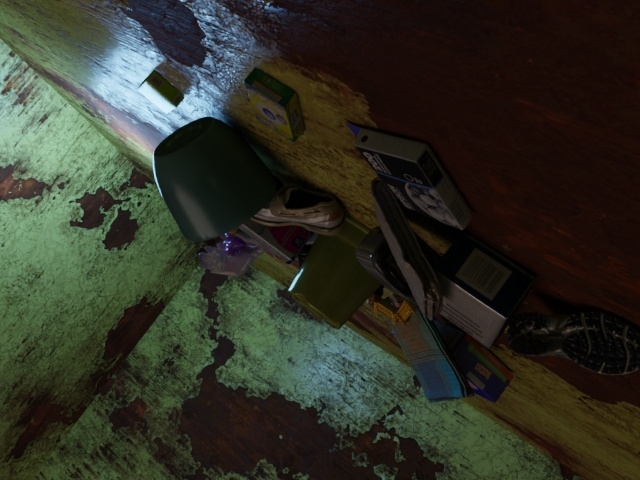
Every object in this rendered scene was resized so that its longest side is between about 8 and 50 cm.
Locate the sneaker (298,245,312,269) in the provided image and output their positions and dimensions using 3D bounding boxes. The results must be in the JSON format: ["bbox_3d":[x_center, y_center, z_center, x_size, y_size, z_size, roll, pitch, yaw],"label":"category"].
[{"bbox_3d":[-0.003,0.050,2.292,0.105,0.146,0.296,0,-165,15],"label":"sneaker"}]

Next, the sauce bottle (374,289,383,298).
[{"bbox_3d":[0.089,0.124,2.205,0.111,0.111,0.344,27,-179,41],"label":"sauce bottle"}]

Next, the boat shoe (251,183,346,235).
[{"bbox_3d":[-0.077,-0.099,1.821,0.302,0.113,0.103,9,138,22],"label":"boat shoe"}]

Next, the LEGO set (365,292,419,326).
[{"bbox_3d":[0.240,0.170,1.982,0.132,0.107,0.287,63,153,0],"label":"LEGO set"}]

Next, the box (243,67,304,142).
[{"bbox_3d":[-0.089,-0.264,1.377,0.105,0.043,0.179,34,171,14],"label":"box"}]

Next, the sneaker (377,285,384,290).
[{"bbox_3d":[0.125,0.083,2.087,0.188,0.078,0.067,38,170,6],"label":"sneaker"}]

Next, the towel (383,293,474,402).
[{"bbox_3d":[0.313,0.329,2.124,0.370,0.040,0.271,62,158,6],"label":"towel"}]

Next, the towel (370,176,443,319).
[{"bbox_3d":[0.175,0.022,1.419,0.187,0.049,0.282,68,178,-68],"label":"towel"}]

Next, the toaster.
[{"bbox_3d":[0.180,0.049,1.635,0.227,0.129,0.146,40,171,-18],"label":"toaster"}]

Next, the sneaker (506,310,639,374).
[{"bbox_3d":[0.508,0.185,1.320,0.122,0.110,0.283,7,180,-38],"label":"sneaker"}]

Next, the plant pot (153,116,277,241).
[{"bbox_3d":[-0.299,-0.179,1.801,0.293,0.293,0.235,21,147,56],"label":"plant pot"}]

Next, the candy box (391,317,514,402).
[{"bbox_3d":[0.429,0.373,2.258,0.268,0.122,0.317,44,168,-27],"label":"candy box"}]

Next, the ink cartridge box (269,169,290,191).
[{"bbox_3d":[-0.183,-0.162,2.064,0.165,0.065,0.333,43,168,-36],"label":"ink cartridge box"}]

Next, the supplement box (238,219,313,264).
[{"bbox_3d":[-0.143,-0.041,1.990,0.220,0.111,0.114,36,169,-4],"label":"supplement box"}]

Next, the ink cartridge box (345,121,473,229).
[{"bbox_3d":[0.150,-0.117,1.240,0.208,0.045,0.206,27,166,47],"label":"ink cartridge box"}]

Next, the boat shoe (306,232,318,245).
[{"bbox_3d":[0.000,0.000,2.145,0.065,0.075,0.206,44,163,-22],"label":"boat shoe"}]

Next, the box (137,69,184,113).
[{"bbox_3d":[-0.442,-0.405,1.890,0.109,0.042,0.178,41,168,-19],"label":"box"}]

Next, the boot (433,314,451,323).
[{"bbox_3d":[0.324,0.139,1.782,0.106,0.082,0.219,-4,139,41],"label":"boot"}]

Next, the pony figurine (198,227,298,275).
[{"bbox_3d":[-0.223,-0.013,2.324,0.351,0.302,0.363,18,167,5],"label":"pony figurine"}]

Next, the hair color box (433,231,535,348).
[{"bbox_3d":[0.337,0.117,1.477,0.174,0.105,0.347,36,170,17],"label":"hair color box"}]

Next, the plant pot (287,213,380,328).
[{"bbox_3d":[0.051,0.096,1.904,0.276,0.254,0.276,35,169,8],"label":"plant pot"}]
